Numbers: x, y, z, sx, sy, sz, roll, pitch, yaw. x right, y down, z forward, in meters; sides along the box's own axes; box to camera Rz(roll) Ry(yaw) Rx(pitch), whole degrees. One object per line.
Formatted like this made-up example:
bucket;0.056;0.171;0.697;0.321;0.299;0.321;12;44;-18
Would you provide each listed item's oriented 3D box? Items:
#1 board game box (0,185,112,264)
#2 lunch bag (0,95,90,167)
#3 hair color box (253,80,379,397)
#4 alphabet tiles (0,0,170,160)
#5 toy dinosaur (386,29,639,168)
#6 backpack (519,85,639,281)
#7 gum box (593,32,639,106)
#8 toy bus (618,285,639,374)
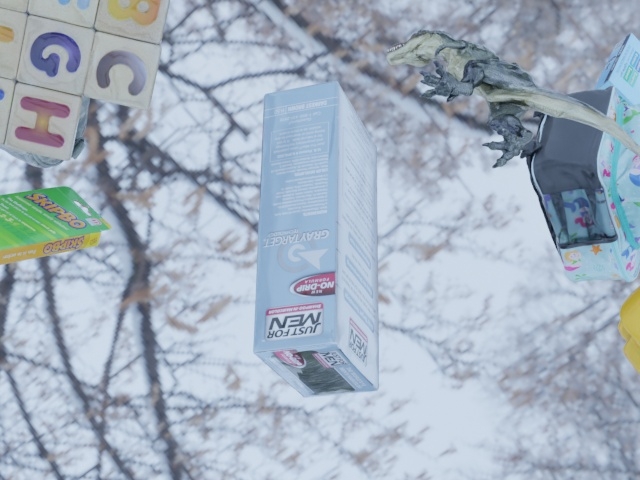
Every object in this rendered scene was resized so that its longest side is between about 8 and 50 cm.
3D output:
board game box;-0.431;-0.020;1.625;0.259;0.039;0.124;-15;-135;-43
lunch bag;-0.494;-0.251;1.710;0.305;0.256;0.212;27;-118;7
hair color box;0.000;0.000;1.536;0.185;0.114;0.374;52;-146;-58
alphabet tiles;-0.293;-0.229;0.962;0.343;0.285;0.011;13;-172;-3
toy dinosaur;0.156;-0.123;1.007;0.268;0.064;0.118;32;-143;23
backpack;0.402;-0.068;1.633;0.225;0.191;0.253;-67;-32;-43
gum box;0.537;-0.227;1.882;0.184;0.041;0.157;42;-134;-8
toy bus;0.376;0.029;1.005;0.130;0.332;0.108;-21;-113;-39
